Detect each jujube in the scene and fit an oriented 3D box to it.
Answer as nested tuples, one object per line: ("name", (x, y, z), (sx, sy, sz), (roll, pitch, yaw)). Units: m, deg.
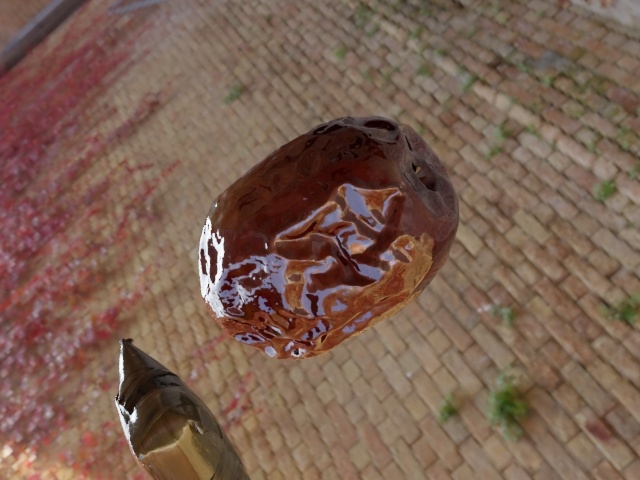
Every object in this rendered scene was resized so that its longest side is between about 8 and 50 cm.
("jujube", (-0.002, -0.001, 1.293), (0.276, 0.377, 0.276), (40, -150, -29))

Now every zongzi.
("zongzi", (-0.187, 0.261, 1.270), (0.242, 0.112, 0.221), (42, 162, 57))
